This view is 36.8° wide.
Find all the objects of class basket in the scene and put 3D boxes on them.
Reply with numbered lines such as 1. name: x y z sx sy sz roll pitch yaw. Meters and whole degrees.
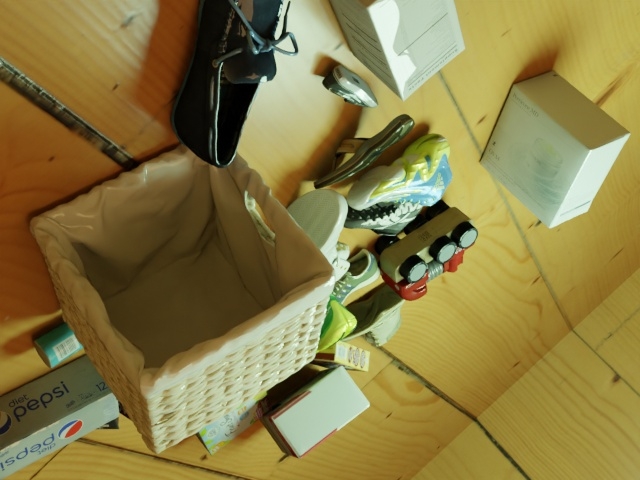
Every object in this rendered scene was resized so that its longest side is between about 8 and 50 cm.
1. basket: -0.200 0.077 1.441 0.331 0.328 0.266 -30 153 -22

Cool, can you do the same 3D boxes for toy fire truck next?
1. toy fire truck: 0.230 0.053 2.148 0.217 0.158 0.246 -33 140 -18

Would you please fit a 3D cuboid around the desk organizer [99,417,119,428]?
1. desk organizer: -0.400 0.314 1.793 0.047 0.050 0.130 1 157 -8

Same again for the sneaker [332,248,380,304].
1. sneaker: 0.039 0.086 2.022 0.192 0.064 0.086 -35 144 -14

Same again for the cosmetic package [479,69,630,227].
1. cosmetic package: 0.483 -0.191 2.013 0.138 0.224 0.225 -21 145 -33

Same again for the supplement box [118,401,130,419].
1. supplement box: -0.260 0.241 1.794 0.239 0.073 0.130 -12 111 -43

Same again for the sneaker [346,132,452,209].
1. sneaker: 0.166 -0.099 1.841 0.240 0.091 0.126 -34 114 -17

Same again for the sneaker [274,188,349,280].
1. sneaker: 0.000 0.000 1.816 0.169 0.108 0.292 -13 150 -44

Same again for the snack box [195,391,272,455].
1. snack box: -0.203 0.355 2.075 0.174 0.070 0.207 -35 150 -16

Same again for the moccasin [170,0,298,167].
1. moccasin: -0.099 -0.251 1.320 0.137 0.117 0.342 -18 143 -38

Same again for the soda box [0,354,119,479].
1. soda box: -0.490 0.308 1.626 0.286 0.098 0.091 -27 147 -27

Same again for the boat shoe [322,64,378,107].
1. boat shoe: 0.049 -0.249 1.590 0.040 0.049 0.142 -31 154 20

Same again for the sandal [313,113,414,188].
1. sandal: 0.069 -0.164 1.699 0.219 0.060 0.090 -38 171 33

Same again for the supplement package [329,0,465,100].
1. supplement package: 0.106 -0.347 1.426 0.139 0.134 0.244 -40 151 -4

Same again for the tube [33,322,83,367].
1. tube: -0.371 0.134 1.592 0.207 0.052 0.080 -32 155 -28

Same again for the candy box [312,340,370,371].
1. candy box: 0.027 0.260 2.186 0.186 0.109 0.053 26 67 -60

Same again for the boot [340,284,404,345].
1. boot: 0.109 0.200 2.248 0.213 0.077 0.165 -31 152 -19

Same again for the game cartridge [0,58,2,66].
1. game cartridge: -0.498 -0.220 0.935 0.230 0.068 0.355 -35 151 -5

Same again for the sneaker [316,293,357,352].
1. sneaker: -0.033 0.174 1.970 0.109 0.124 0.295 -25 174 -39

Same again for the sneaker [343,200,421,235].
1. sneaker: 0.122 -0.046 1.919 0.234 0.078 0.106 -20 142 -39

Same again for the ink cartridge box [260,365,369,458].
1. ink cartridge box: -0.021 0.390 2.197 0.197 0.114 0.273 -35 177 -14
